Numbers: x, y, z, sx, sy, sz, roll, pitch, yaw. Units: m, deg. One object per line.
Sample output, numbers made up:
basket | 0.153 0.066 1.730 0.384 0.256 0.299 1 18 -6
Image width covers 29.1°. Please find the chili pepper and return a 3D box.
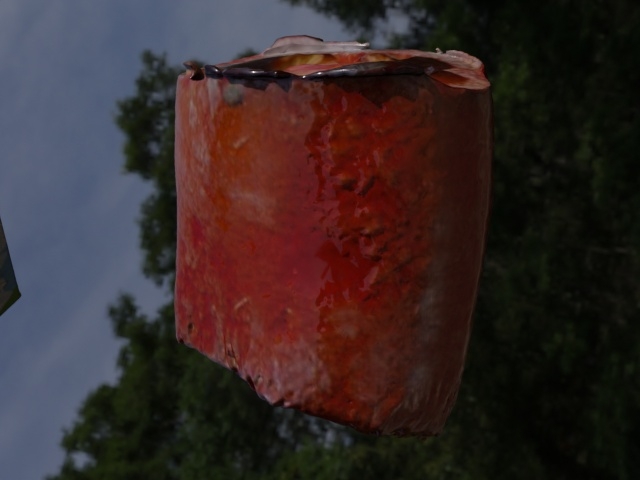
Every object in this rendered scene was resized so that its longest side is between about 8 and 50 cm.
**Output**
chili pepper | 0.000 0.000 0.938 0.229 0.251 0.305 -43 -39 -76

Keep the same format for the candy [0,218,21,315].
candy | -0.267 -0.008 0.842 0.062 0.097 0.194 -47 -11 -23
